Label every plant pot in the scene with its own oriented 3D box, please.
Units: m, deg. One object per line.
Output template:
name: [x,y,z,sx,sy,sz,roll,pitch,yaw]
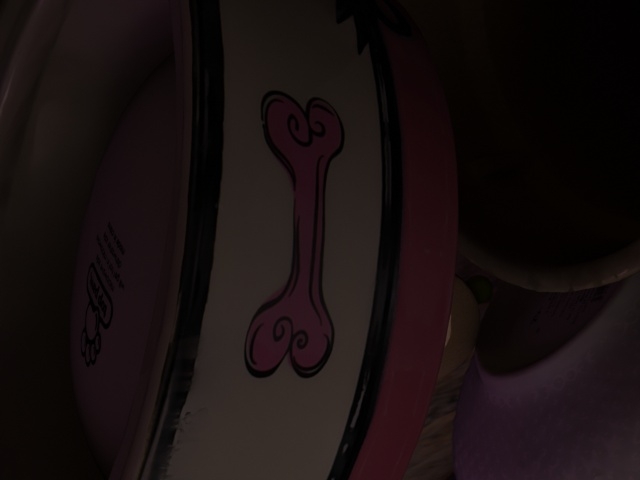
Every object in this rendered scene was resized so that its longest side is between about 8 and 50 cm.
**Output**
plant pot: [0.231,-0.150,0.824,0.305,0.334,0.334,-3,140,-29]

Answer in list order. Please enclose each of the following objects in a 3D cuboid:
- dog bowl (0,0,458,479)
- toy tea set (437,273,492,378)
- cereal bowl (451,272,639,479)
dog bowl: [-0.078,0.017,0.823,0.150,0.408,0.408,9,135,-27]
toy tea set: [0.000,0.000,1.087,0.336,0.124,0.200,-8,110,-3]
cereal bowl: [0.205,0.067,1.056,0.141,0.339,0.339,40,120,-16]
